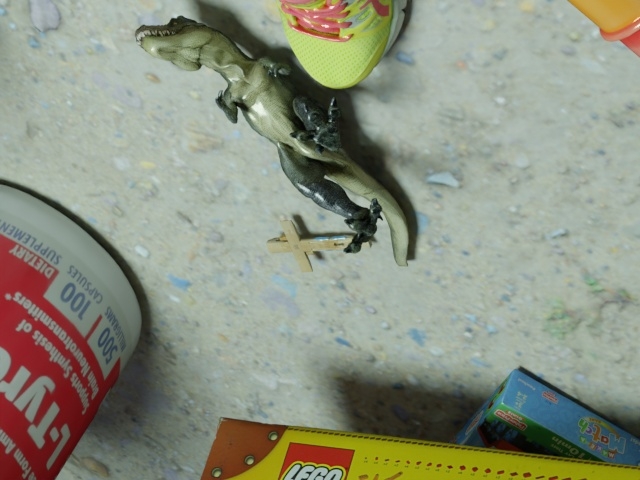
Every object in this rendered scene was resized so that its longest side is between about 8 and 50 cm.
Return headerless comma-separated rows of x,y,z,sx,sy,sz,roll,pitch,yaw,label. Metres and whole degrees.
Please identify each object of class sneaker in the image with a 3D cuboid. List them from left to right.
-0.003,-0.155,0.925,0.081,0.094,0.208,15,144,16,sneaker

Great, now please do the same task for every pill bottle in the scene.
-0.327,0.165,1.266,0.229,0.408,0.229,18,143,14,pill bottle

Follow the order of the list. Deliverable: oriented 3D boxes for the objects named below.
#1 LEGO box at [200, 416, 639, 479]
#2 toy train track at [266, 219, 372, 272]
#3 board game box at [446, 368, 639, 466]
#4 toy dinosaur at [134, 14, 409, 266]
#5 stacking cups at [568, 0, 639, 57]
0.177,0.326,1.222,0.500,0.193,0.372,4,147,23,LEGO box
0.000,0.000,1.182,0.083,0.014,0.048,-3,127,29,toy train track
0.174,0.197,1.279,0.160,0.039,0.211,29,145,-2,board game box
-0.003,-0.056,1.055,0.268,0.064,0.118,44,-178,-26,toy dinosaur
0.100,-0.190,0.828,0.316,0.096,0.096,38,144,-19,stacking cups
